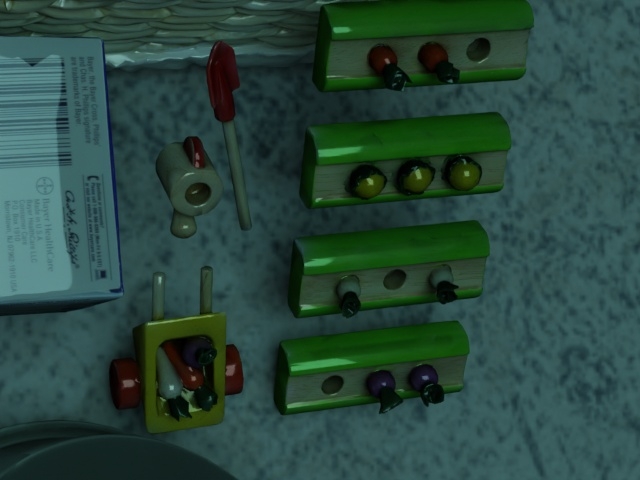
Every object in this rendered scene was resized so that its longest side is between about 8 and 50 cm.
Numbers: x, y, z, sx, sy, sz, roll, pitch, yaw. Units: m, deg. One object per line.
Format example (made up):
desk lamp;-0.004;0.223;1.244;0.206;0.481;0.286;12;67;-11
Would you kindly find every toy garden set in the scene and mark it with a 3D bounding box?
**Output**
toy garden set;0.000;0.000;0.845;0.204;0.049;0.244;-6;125;-19

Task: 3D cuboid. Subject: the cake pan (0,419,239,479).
cake pan;-0.097;0.223;0.796;0.293;0.054;0.293;20;59;-36

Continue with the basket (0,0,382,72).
basket;-0.042;-0.267;0.816;0.331;0.266;0.328;-4;85;-22

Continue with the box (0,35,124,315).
box;-0.151;-0.027;0.819;0.072;0.137;0.126;-3;86;-21
